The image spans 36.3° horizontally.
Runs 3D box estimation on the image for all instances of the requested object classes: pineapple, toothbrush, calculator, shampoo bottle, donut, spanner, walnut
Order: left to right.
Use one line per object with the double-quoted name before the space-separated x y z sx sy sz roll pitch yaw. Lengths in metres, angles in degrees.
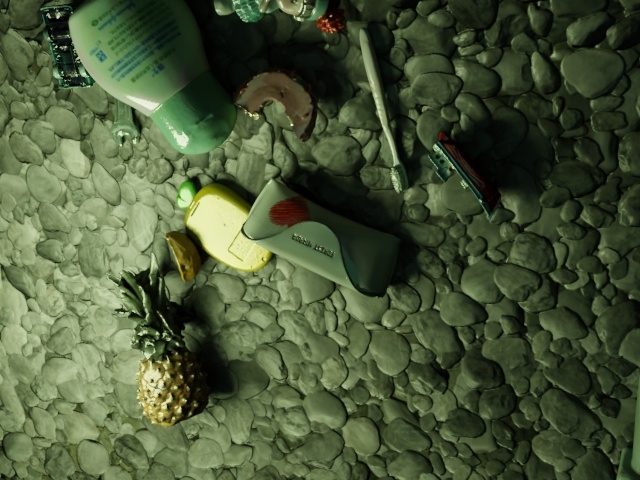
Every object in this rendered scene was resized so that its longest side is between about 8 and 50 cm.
"spanner" -0.395 -0.330 1.931 0.071 0.017 0.302 7 113 19
"pineapple" -0.331 0.198 2.028 0.165 0.165 0.365 -5 105 24
"shampoo bottle" -0.294 -0.316 1.812 0.222 0.151 0.349 -37 97 2
"walnut" -0.275 0.027 1.987 0.052 0.091 0.121 -22 132 -10
"calculator" -0.195 -0.031 1.954 0.235 0.032 0.146 36 118 5
"donut" -0.072 -0.261 1.792 0.166 0.065 0.117 27 97 6
"toothbrush" 0.112 -0.231 1.756 0.025 0.029 0.307 -6 107 32

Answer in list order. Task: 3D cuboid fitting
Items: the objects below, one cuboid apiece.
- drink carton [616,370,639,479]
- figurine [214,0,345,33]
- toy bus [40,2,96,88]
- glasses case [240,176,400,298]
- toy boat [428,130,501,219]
"drink carton" 0.623 0.320 1.690 0.191 0.185 0.190 6 100 22
"figurine" -0.074 -0.432 1.716 0.245 0.110 0.138 3 120 24
"toy bus" -0.478 -0.385 1.901 0.079 0.092 0.160 0 115 20
"glasses case" 0.001 -0.002 1.847 0.308 0.083 0.128 25 109 5
"toy boat" 0.253 -0.111 1.721 0.059 0.069 0.173 -42 91 15
